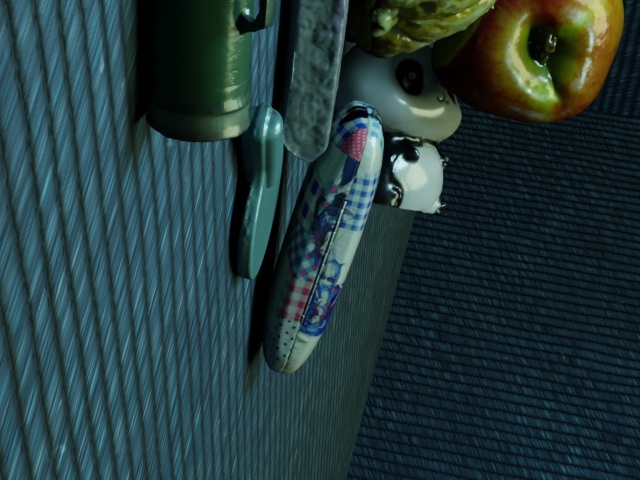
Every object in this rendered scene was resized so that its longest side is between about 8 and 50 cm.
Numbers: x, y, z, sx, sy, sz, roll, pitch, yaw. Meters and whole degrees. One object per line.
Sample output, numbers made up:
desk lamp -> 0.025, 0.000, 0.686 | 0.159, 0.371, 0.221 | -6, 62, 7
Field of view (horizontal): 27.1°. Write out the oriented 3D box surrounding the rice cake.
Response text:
rice cake -> 0.000, -0.271, 1.342 | 0.070, 0.064, 0.399 | -85, -178, -64

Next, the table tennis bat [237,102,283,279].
table tennis bat -> -0.057, -0.056, 1.315 | 0.244, 0.040, 0.152 | 94, 9, -63

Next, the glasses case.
glasses case -> 0.000, 0.000, 1.492 | 0.125, 0.076, 0.327 | -93, -160, -66

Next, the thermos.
thermos -> -0.077, -0.163, 0.883 | 0.083, 0.073, 0.187 | -129, -143, -53

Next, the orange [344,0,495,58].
orange -> 0.122, -0.366, 1.486 | 0.368, 0.211, 0.270 | 93, -13, -73

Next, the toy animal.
toy animal -> 0.091, -0.154, 1.758 | 0.187, 0.165, 0.235 | 6, 99, -54

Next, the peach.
peach -> 0.257, -0.278, 1.681 | 0.245, 0.249, 0.274 | 46, 20, -33
